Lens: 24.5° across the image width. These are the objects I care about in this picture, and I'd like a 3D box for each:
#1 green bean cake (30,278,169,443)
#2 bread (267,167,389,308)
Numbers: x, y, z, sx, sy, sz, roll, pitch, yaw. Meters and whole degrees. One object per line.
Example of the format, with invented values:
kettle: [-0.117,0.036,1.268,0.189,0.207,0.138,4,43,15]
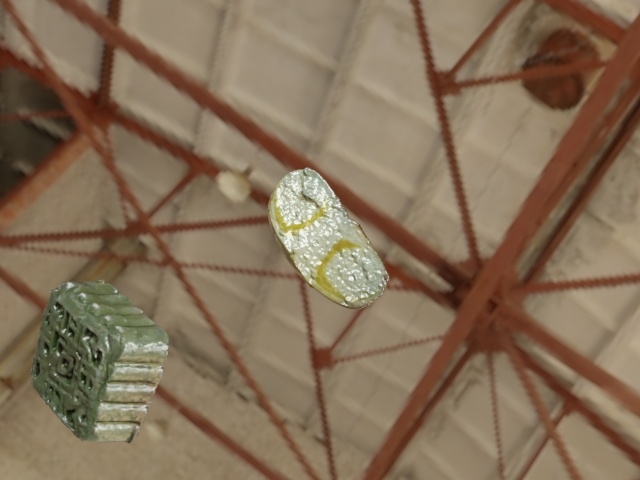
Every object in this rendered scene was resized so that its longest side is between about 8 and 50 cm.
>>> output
green bean cake: [-0.298,0.158,1.934,0.181,0.094,0.173,39,-63,39]
bread: [0.000,0.000,1.550,0.157,0.083,0.094,56,-3,-8]
